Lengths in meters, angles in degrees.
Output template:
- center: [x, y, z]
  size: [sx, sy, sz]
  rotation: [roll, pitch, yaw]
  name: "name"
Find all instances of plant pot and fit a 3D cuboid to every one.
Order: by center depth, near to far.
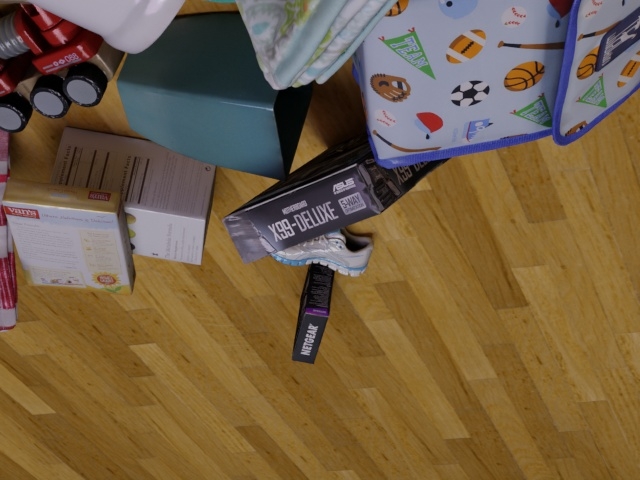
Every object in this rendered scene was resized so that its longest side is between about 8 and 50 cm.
- center: [-0.148, -0.206, 1.863]
  size: [0.234, 0.166, 0.165]
  rotation: [8, 147, 11]
  name: "plant pot"

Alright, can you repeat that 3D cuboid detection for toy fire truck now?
- center: [-0.420, -0.275, 1.838]
  size: [0.217, 0.158, 0.246]
  rotation: [-14, 130, 30]
  name: "toy fire truck"

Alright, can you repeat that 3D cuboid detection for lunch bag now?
- center: [0.230, -0.276, 1.623]
  size: [0.385, 0.239, 0.328]
  rotation: [-10, 146, -3]
  name: "lunch bag"

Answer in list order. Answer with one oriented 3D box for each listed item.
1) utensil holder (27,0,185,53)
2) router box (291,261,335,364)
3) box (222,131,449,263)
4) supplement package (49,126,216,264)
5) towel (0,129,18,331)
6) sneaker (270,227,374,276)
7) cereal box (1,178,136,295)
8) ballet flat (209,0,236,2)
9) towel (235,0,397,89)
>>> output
- center: [-0.305, -0.417, 1.411]
  size: [0.385, 0.328, 0.327]
  rotation: [22, 144, -21]
  name: "utensil holder"
- center: [-0.011, 0.114, 2.346]
  size: [0.046, 0.133, 0.179]
  rotation: [10, 147, -3]
  name: "router box"
- center: [0.043, -0.087, 1.890]
  size: [0.242, 0.307, 0.077]
  rotation: [-20, 101, 37]
  name: "box"
- center: [-0.293, -0.068, 2.122]
  size: [0.244, 0.134, 0.139]
  rotation: [9, 147, -2]
  name: "supplement package"
- center: [-0.569, -0.021, 2.026]
  size: [0.237, 0.329, 0.037]
  rotation: [-2, 179, -38]
  name: "towel"
- center: [0.000, 0.000, 2.240]
  size: [0.190, 0.071, 0.083]
  rotation: [9, 142, -17]
  name: "sneaker"
- center: [-0.379, -0.001, 2.073]
  size: [0.173, 0.047, 0.240]
  rotation: [7, 146, 2]
  name: "cereal box"
- center: [-0.154, -0.340, 1.709]
  size: [0.247, 0.083, 0.087]
  rotation: [-1, -173, 16]
  name: "ballet flat"
- center: [0.000, -0.376, 1.426]
  size: [0.090, 0.321, 0.374]
  rotation: [-5, 156, -33]
  name: "towel"
